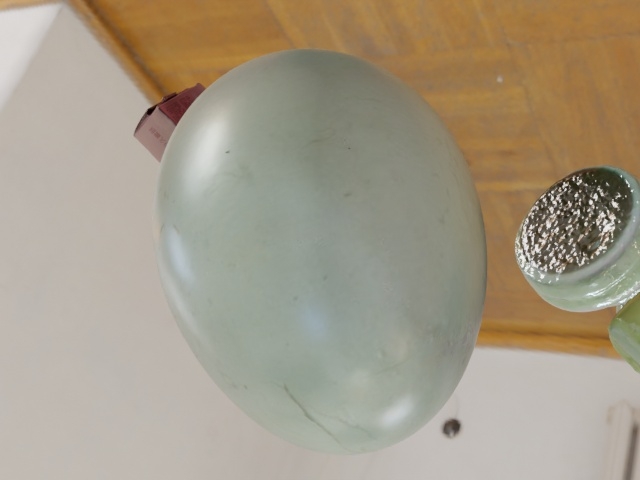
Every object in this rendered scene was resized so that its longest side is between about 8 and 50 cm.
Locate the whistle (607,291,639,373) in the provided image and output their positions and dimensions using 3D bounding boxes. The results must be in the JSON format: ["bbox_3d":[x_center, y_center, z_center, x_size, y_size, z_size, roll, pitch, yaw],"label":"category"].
[{"bbox_3d":[0.228,0.018,0.473,0.105,0.227,0.085,50,144,27],"label":"whistle"}]

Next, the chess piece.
[{"bbox_3d":[0.317,0.051,0.909,0.139,0.139,0.272,-13,141,45],"label":"chess piece"}]

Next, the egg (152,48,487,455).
[{"bbox_3d":[0.000,0.000,0.518,0.183,0.264,0.183,-7,129,-8],"label":"egg"}]

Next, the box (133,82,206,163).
[{"bbox_3d":[-0.133,-0.107,1.108,0.156,0.111,0.060,48,123,-3],"label":"box"}]
